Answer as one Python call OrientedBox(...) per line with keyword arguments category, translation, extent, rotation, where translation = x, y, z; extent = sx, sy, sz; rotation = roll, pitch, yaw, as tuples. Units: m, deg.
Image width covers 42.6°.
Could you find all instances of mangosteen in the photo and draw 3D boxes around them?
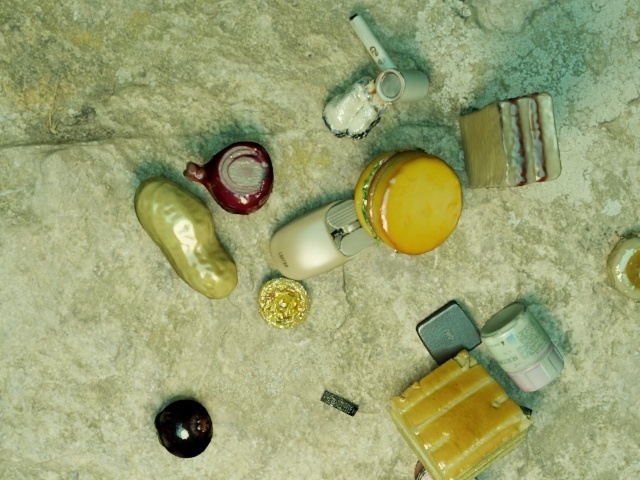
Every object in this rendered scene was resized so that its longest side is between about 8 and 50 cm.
OrientedBox(category="mangosteen", translation=(-0.325, 0.439, 1.903), extent=(0.151, 0.137, 0.137), rotation=(-21, 98, 36))

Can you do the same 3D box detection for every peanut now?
OrientedBox(category="peanut", translation=(-0.294, -0.009, 1.835), extent=(0.147, 0.147, 0.319), rotation=(-35, 94, 3))

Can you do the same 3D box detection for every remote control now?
OrientedBox(category="remote control", translation=(0.045, 0.387, 1.952), extent=(0.091, 0.016, 0.034), rotation=(27, 111, -4))

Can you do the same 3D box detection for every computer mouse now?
OrientedBox(category="computer mouse", translation=(0.000, 0.000, 1.873), extent=(0.236, 0.082, 0.145), rotation=(-23, 96, 2))

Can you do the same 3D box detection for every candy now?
OrientedBox(category="candy", translation=(0.399, -0.204, 1.742), extent=(0.135, 0.320, 0.179), rotation=(-11, 93, -4))

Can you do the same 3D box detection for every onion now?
OrientedBox(category="onion", translation=(-0.201, -0.134, 1.822), extent=(0.198, 0.135, 0.173), rotation=(4, 59, 1))

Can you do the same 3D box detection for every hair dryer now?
OrientedBox(category="hair dryer", translation=(0.137, -0.407, 1.827), extent=(0.073, 0.131, 0.236), rotation=(-44, 74, 32))

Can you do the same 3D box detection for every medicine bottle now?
OrientedBox(category="medicine bottle", translation=(0.465, 0.247, 1.889), extent=(0.135, 0.135, 0.168), rotation=(-38, 97, 3))

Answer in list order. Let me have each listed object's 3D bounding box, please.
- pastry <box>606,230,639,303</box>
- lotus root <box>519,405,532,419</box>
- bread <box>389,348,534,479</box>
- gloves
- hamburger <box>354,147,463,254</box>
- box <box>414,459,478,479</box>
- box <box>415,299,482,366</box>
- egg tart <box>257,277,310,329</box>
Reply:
OrientedBox(category="pastry", translation=(0.740, 0.061, 1.897), extent=(0.165, 0.088, 0.166), rotation=(0, 100, -1))
OrientedBox(category="lotus root", translation=(0.407, 0.438, 1.935), extent=(0.190, 0.094, 0.108), rotation=(-31, 120, -6))
OrientedBox(category="bread", translation=(0.311, 0.399, 1.847), extent=(0.246, 0.111, 0.239), rotation=(-30, 60, -13))
OrientedBox(category="gloves", translation=(0.080, -0.290, 1.846), extent=(0.153, 0.070, 0.114), rotation=(-39, 103, 3))
OrientedBox(category="hamburger", translation=(0.186, -0.088, 1.817), extent=(0.246, 0.170, 0.246), rotation=(-9, 109, -28))
OrientedBox(category="box", translation=(0.286, 0.569, 1.922), extent=(0.151, 0.135, 0.151), rotation=(0, 93, -2))
OrientedBox(category="box", translation=(0.301, 0.221, 1.936), extent=(0.125, 0.027, 0.126), rotation=(-34, 98, 5))
OrientedBox(category="egg tart", translation=(-0.083, 0.143, 1.898), extent=(0.128, 0.049, 0.129), rotation=(1, 105, 2))
